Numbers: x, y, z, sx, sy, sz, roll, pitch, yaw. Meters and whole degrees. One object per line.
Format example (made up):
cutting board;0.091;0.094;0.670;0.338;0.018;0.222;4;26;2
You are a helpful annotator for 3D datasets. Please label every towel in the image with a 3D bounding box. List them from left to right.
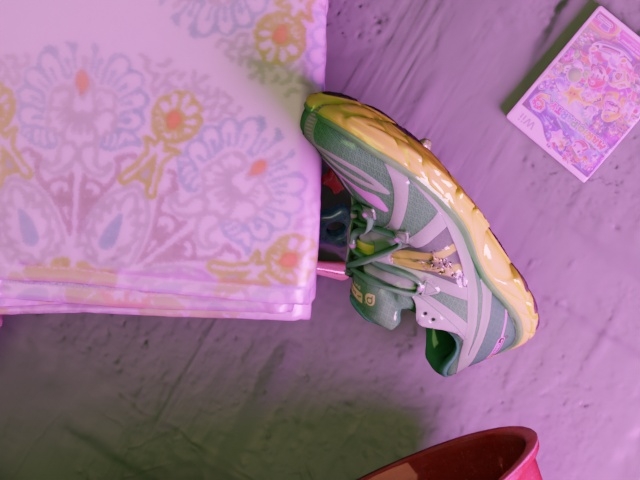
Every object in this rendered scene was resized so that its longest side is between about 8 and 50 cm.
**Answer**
towel;-0.154;-0.120;1.413;0.321;0.090;0.374;2;92;3

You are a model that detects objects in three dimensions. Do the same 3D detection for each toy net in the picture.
toy net;0.000;0.000;1.465;0.232;0.045;0.122;-21;128;5

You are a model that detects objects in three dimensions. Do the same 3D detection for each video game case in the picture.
video game case;0.227;-0.122;1.463;0.087;0.011;0.122;41;99;8

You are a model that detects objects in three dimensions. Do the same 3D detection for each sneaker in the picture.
sneaker;0.068;0.006;1.380;0.123;0.109;0.295;-39;122;-1

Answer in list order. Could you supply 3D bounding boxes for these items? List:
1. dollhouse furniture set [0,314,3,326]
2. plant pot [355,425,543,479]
dollhouse furniture set;-0.392;0.044;1.574;0.355;0.174;0.303;28;98;-14
plant pot;0.104;0.327;1.387;0.272;0.272;0.265;-25;95;11
